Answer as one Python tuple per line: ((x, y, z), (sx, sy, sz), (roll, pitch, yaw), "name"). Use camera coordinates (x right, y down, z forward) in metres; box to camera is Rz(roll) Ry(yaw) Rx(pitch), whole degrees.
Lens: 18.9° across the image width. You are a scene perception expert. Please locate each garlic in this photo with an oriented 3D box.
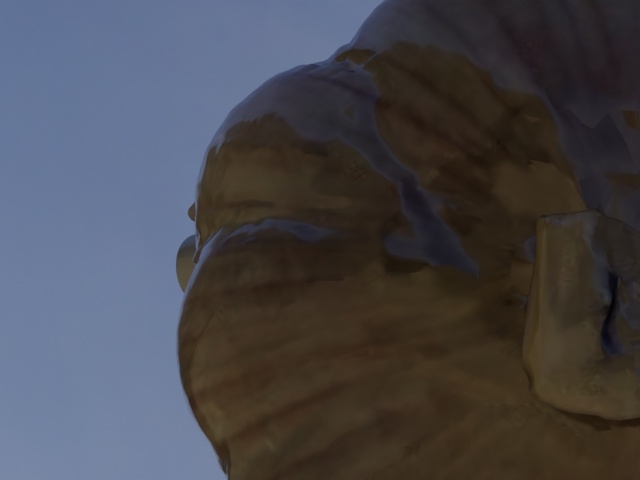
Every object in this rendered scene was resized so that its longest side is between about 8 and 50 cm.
((0.097, 0.028, 0.774), (0.322, 0.322, 0.241), (45, -35, 17), "garlic")

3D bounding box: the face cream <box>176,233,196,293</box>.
((0.000, 0.000, 1.107), (0.182, 0.072, 0.051), (-13, -61, 33), "face cream")
